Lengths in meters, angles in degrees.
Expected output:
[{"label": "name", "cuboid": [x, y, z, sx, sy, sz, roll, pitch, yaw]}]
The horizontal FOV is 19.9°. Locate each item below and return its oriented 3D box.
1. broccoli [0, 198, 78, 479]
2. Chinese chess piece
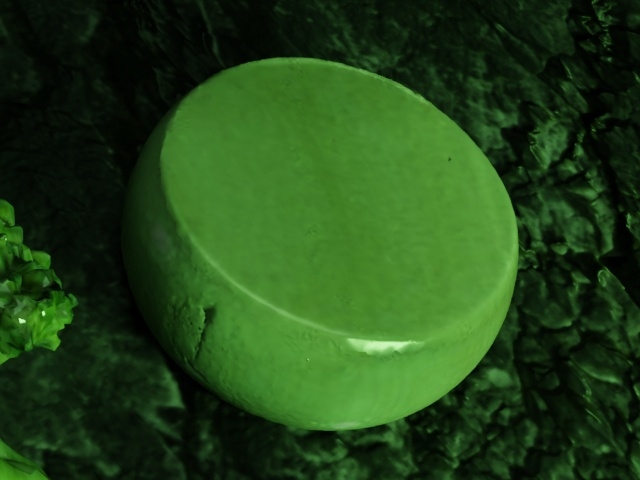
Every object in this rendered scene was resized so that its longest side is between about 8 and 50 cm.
[{"label": "broccoli", "cuboid": [-0.234, 0.103, 0.869, 0.288, 0.260, 0.235, -42, 86, 4]}, {"label": "Chinese chess piece", "cuboid": [0.000, 0.000, 1.140, 0.250, 0.101, 0.250, 11, 48, -13]}]
